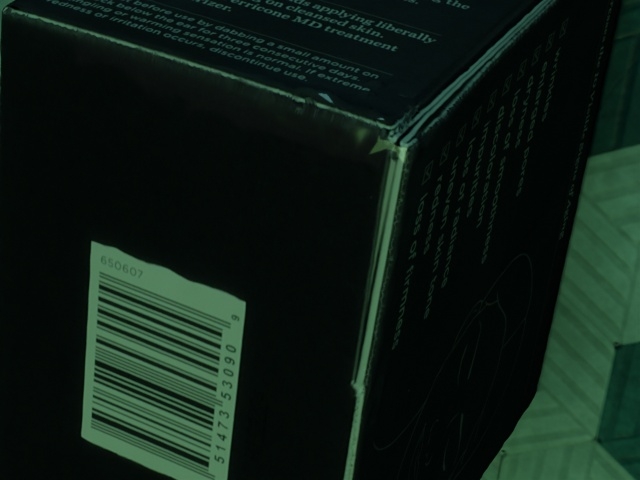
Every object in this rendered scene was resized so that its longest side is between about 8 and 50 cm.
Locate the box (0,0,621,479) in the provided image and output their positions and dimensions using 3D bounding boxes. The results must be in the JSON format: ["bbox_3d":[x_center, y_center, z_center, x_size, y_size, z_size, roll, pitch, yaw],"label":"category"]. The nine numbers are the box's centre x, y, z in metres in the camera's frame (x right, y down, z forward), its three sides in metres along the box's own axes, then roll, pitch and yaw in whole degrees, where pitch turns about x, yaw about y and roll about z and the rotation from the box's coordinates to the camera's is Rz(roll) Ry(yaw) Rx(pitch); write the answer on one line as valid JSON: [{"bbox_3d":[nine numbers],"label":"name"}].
[{"bbox_3d":[0.000,0.000,1.318,0.297,0.472,0.480,20,123,20],"label":"box"}]
